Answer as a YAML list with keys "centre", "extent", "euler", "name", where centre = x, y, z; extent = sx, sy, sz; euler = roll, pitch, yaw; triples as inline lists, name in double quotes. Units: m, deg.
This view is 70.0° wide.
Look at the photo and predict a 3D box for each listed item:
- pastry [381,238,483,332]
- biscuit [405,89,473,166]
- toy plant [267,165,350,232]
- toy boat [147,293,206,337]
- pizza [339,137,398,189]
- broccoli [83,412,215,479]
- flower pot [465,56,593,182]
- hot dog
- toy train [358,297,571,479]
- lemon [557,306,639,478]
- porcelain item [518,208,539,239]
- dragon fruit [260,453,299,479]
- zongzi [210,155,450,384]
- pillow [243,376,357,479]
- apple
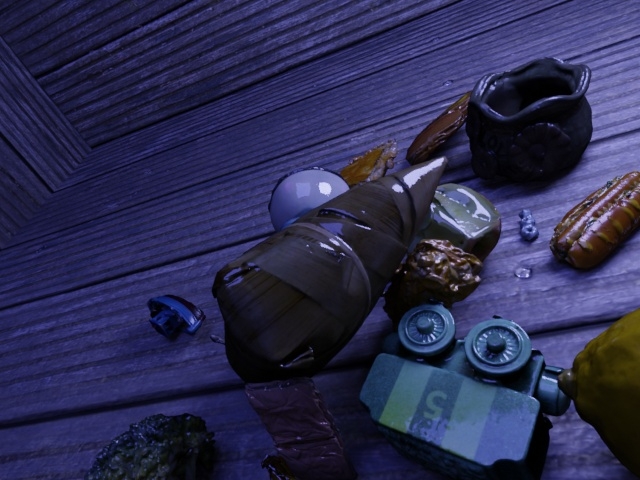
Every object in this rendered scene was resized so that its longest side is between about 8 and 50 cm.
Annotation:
- centre: [0.179, 0.090, 0.852]
  extent: [0.154, 0.250, 0.102]
  euler: [11, 59, -13]
  name: "pastry"
- centre: [0.349, -0.327, 1.283]
  extent: [0.262, 0.052, 0.277]
  euler: [-40, 7, 29]
  name: "biscuit"
- centre: [0.000, 0.000, 1.093]
  extent: [0.247, 0.247, 0.332]
  euler: [-23, 38, 6]
  name: "toy plant"
- centre: [-0.389, 0.202, 1.192]
  extent: [0.223, 0.100, 0.097]
  euler: [9, 40, 43]
  name: "toy boat"
- centre: [0.146, -0.216, 1.390]
  extent: [0.189, 0.071, 0.297]
  euler: [-13, 33, 40]
  name: "pizza"
- centre: [-0.261, 0.423, 0.780]
  extent: [0.243, 0.247, 0.263]
  euler: [54, 126, 25]
  name: "broccoli"
- centre: [0.501, -0.285, 1.116]
  extent: [0.301, 0.213, 0.302]
  euler: [-17, 36, 13]
  name: "flower pot"
- centre: [0.562, -0.048, 0.908]
  extent: [0.269, 0.072, 0.115]
  euler: [-40, 29, -16]
  name: "hot dog"
- centre: [0.212, 0.235, 0.710]
  extent: [0.299, 0.167, 0.238]
  euler: [6, 53, 39]
  name: "toy train"
- centre: [0.474, 0.185, 0.508]
  extent: [0.316, 0.285, 0.285]
  euler: [-24, 36, 6]
  name: "lemon"
- centre: [0.451, -0.033, 0.994]
  extent: [0.036, 0.028, 0.083]
  euler: [-10, 40, 19]
  name: "porcelain item"
- centre: [-0.005, 0.397, 0.655]
  extent: [0.246, 0.125, 0.125]
  euler: [33, 98, 31]
  name: "dragon fruit"
- centre: [0.025, 0.096, 0.896]
  extent: [0.467, 0.500, 0.218]
  euler: [-32, 74, -24]
  name: "zongzi"
- centre: [-0.028, 0.304, 0.717]
  extent: [0.126, 0.233, 0.043]
  euler: [-11, 27, 20]
  name: "pillow"
- centre: [0.275, -0.019, 0.975]
  extent: [0.207, 0.174, 0.188]
  euler: [-30, 55, -7]
  name: "apple"
